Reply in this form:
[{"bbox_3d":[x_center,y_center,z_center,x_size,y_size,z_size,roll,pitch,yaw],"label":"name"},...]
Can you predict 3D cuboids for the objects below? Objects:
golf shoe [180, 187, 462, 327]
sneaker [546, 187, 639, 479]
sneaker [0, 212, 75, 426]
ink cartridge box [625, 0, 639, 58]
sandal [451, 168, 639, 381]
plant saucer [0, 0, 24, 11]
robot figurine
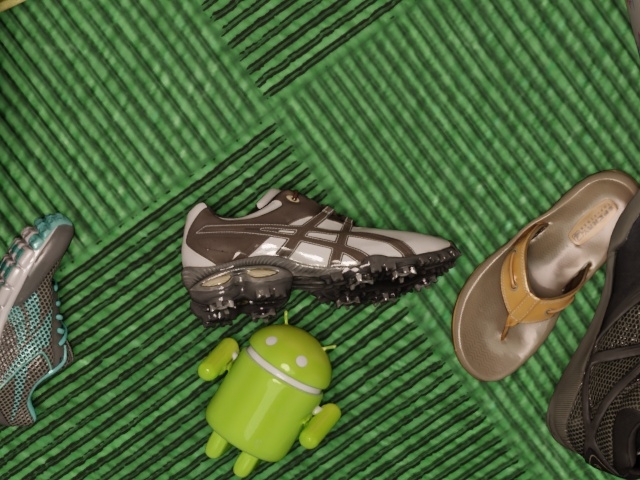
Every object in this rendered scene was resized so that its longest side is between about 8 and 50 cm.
[{"bbox_3d":[0.000,0.000,1.177,0.198,0.077,0.094,-5,67,-18],"label":"golf shoe"},{"bbox_3d":[0.241,0.061,1.149,0.087,0.130,0.227,16,100,-30],"label":"sneaker"},{"bbox_3d":[-0.205,0.060,1.207,0.076,0.065,0.166,24,102,-19],"label":"sneaker"},{"bbox_3d":[0.250,-0.128,1.139,0.062,0.104,0.181,-16,98,4],"label":"ink cartridge box"},{"bbox_3d":[0.159,0.023,1.192,0.072,0.049,0.180,43,97,-5],"label":"sandal"},{"bbox_3d":[-0.301,-0.221,1.166,0.188,0.045,0.188,-24,97,4],"label":"plant saucer"},{"bbox_3d":[-0.037,0.109,1.199,0.101,0.067,0.115,33,98,10],"label":"robot figurine"}]
